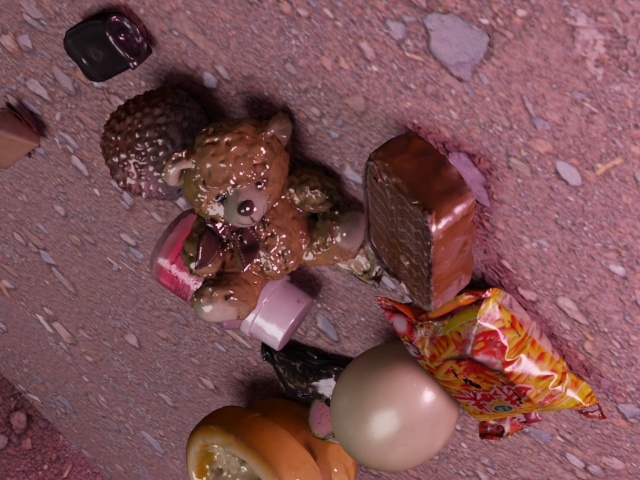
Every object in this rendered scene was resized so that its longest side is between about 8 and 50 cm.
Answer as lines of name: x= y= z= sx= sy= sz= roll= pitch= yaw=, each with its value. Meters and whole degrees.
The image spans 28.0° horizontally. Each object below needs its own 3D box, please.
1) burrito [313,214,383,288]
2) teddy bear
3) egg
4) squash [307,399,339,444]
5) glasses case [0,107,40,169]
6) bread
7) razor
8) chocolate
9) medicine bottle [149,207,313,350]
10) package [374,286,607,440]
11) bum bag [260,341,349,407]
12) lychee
burrito: x=0.001 y=0.002 z=1.840 sx=0.229 sy=0.058 sz=0.063 roll=25 pitch=155 yaw=31
teddy bear: x=-0.092 y=-0.050 z=1.723 sx=0.156 sy=0.267 sz=0.256 roll=54 pitch=167 yaw=50
egg: x=0.114 y=0.246 z=1.928 sx=0.188 sy=0.188 sz=0.253 roll=37 pitch=150 yaw=3
squash: x=0.054 y=0.329 z=2.269 sx=0.105 sy=0.105 sz=0.132 roll=9 pitch=157 yaw=45
glasses case: x=-0.536 y=-0.182 z=2.240 sx=0.102 sy=0.070 sz=0.193 roll=19 pitch=160 yaw=-26
bread: x=-0.091 y=0.466 z=2.452 sx=0.424 sy=0.245 sz=0.329 roll=-31 pitch=70 yaw=60
razor: x=-0.296 y=-0.272 z=1.784 sx=0.090 sy=0.054 sz=0.148 roll=50 pitch=151 yaw=-21
chocolate: x=0.126 y=-0.020 z=1.572 sx=0.148 sy=0.093 sz=0.214 roll=51 pitch=164 yaw=29
medicine bottle: x=-0.138 y=0.063 z=2.015 sx=0.247 sy=0.147 sz=0.147 roll=35 pitch=154 yaw=9
package: x=0.230 y=0.153 z=1.732 sx=0.288 sy=0.108 sz=0.223 roll=45 pitch=147 yaw=-24
bum bag: x=-0.005 y=0.237 z=2.200 sx=0.248 sy=0.069 sz=0.102 roll=16 pitch=147 yaw=41
lychee: x=-0.229 y=-0.126 z=1.799 sx=0.165 sy=0.165 sz=0.197 roll=36 pitch=127 yaw=6
